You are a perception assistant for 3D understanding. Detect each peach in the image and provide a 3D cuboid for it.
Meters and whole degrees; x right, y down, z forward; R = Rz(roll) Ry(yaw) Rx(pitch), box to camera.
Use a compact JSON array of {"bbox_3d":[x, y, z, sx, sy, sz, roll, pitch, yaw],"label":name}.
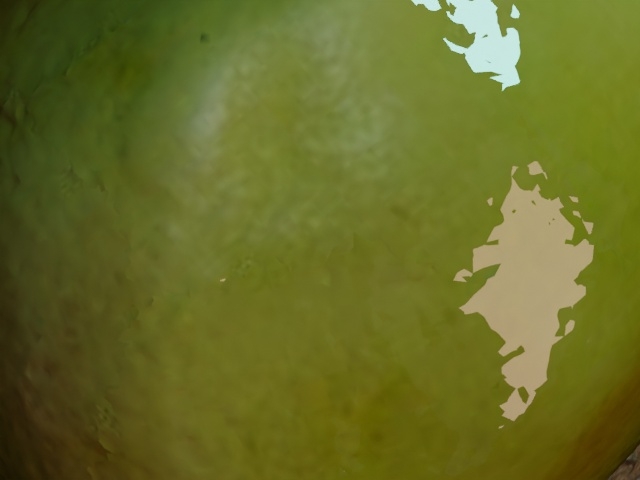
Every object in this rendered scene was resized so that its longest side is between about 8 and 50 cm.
[{"bbox_3d":[0.004,-0.007,0.737,0.315,0.281,0.314,-35,148,-21],"label":"peach"}]
